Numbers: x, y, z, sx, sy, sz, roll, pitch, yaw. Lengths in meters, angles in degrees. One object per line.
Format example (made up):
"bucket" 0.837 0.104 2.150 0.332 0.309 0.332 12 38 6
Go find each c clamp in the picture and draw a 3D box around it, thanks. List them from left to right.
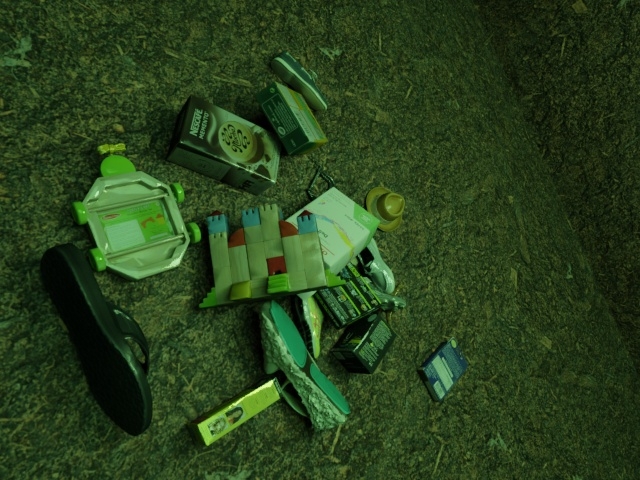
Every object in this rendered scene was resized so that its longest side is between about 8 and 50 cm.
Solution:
"c clamp" -0.007 -0.199 1.529 0.137 0.022 0.160 36 54 -28

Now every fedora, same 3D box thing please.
"fedora" 0.264 -0.129 1.668 0.195 0.079 0.194 14 66 -34

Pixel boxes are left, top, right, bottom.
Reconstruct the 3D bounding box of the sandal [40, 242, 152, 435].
"sandal" -0.457 0.205 0.958 0.107 0.168 0.445 -23 89 -58

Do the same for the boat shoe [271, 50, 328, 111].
"boat shoe" -0.062 -0.573 1.574 0.255 0.095 0.079 39 65 -9

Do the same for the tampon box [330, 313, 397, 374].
"tampon box" 0.137 0.324 1.377 0.101 0.120 0.161 51 56 -13

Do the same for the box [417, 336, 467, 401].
"box" 0.461 0.476 1.628 0.225 0.037 0.136 -30 93 -39

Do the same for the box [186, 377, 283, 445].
"box" -0.212 0.429 1.106 0.232 0.087 0.058 -22 86 -39

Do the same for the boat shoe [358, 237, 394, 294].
"boat shoe" 0.177 0.086 1.514 0.081 0.079 0.227 -5 65 -47

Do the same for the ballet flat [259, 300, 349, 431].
"ballet flat" -0.075 0.364 1.204 0.147 0.147 0.408 -39 98 -39

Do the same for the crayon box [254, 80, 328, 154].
"crayon box" -0.083 -0.388 1.428 0.203 0.083 0.323 59 16 -4

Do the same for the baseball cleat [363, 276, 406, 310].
"baseball cleat" 0.184 0.173 1.458 0.206 0.072 0.109 9 52 -3

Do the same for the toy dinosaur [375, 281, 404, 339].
"toy dinosaur" 0.233 0.233 1.493 0.064 0.112 0.211 31 58 -26

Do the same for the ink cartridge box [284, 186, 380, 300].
"ink cartridge box" 0.000 0.000 1.345 0.207 0.119 0.353 37 48 14

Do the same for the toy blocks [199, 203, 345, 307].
"toy blocks" -0.142 0.024 1.185 0.382 0.190 0.260 -10 78 4

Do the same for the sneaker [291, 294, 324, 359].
"sneaker" -0.022 0.252 1.316 0.094 0.082 0.208 3 72 -39

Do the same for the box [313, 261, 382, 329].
"box" 0.071 0.163 1.358 0.184 0.045 0.190 -18 62 -42

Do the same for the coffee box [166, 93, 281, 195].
"coffee box" -0.276 -0.272 1.284 0.297 0.119 0.167 19 64 -31

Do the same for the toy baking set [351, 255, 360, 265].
"toy baking set" 0.037 0.062 1.459 0.256 0.030 0.196 26 60 -28

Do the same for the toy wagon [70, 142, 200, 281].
"toy wagon" -0.471 -0.076 1.101 0.267 0.068 0.344 -20 86 -40
